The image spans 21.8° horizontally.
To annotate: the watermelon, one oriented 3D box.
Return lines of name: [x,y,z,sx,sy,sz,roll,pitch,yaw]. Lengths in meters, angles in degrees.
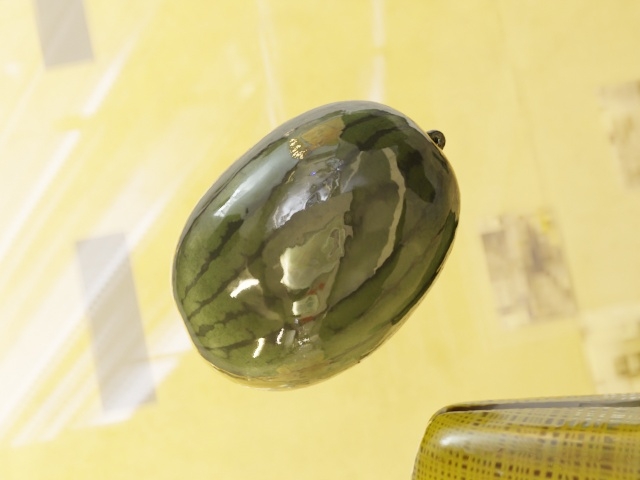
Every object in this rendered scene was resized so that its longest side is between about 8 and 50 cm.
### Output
watermelon: [0.000,0.000,0.545,0.078,0.110,0.078,44,176,4]

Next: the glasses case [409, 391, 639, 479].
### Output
glasses case: [0.137,0.082,0.452,0.064,0.234,0.079,-40,-51,-65]
